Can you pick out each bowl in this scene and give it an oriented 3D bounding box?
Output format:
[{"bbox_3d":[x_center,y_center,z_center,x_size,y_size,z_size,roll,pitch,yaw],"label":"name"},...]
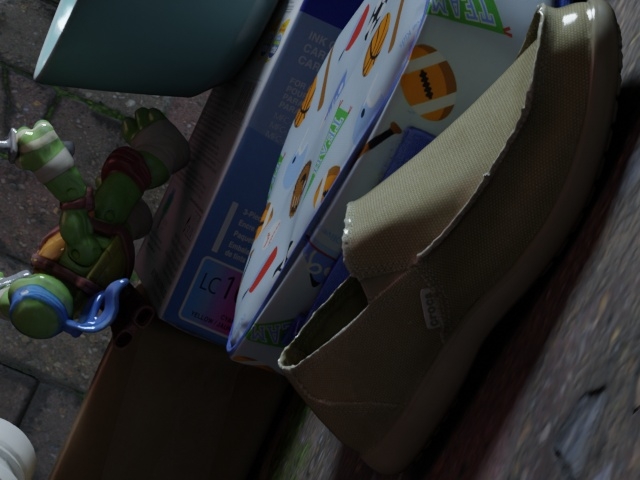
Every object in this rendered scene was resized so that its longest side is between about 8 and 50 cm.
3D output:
[{"bbox_3d":[-0.123,-0.251,1.393,0.312,0.163,0.311,-58,16,28],"label":"bowl"}]

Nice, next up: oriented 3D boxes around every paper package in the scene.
[{"bbox_3d":[-0.167,0.215,1.515,0.309,0.168,0.325,-113,47,-83],"label":"paper package"}]

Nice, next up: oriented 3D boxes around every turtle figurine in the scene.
[{"bbox_3d":[-0.247,-0.028,1.347,0.266,0.274,0.198,-48,-41,-58],"label":"turtle figurine"}]

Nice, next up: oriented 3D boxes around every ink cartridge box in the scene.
[{"bbox_3d":[-0.016,-0.104,1.396,0.396,0.151,0.270,-67,14,4],"label":"ink cartridge box"}]

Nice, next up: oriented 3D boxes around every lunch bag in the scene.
[{"bbox_3d":[0.047,-0.048,0.951,0.243,0.115,0.303,-79,15,-55],"label":"lunch bag"}]

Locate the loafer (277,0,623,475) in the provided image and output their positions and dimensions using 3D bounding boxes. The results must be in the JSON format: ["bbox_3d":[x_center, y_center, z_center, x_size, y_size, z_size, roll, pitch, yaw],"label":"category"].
[{"bbox_3d":[0.058,-0.003,0.757,0.102,0.092,0.269,-81,16,-67],"label":"loafer"}]

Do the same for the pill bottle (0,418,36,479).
[{"bbox_3d":[-0.358,0.277,1.510,0.229,0.131,0.131,-75,10,-59],"label":"pill bottle"}]
